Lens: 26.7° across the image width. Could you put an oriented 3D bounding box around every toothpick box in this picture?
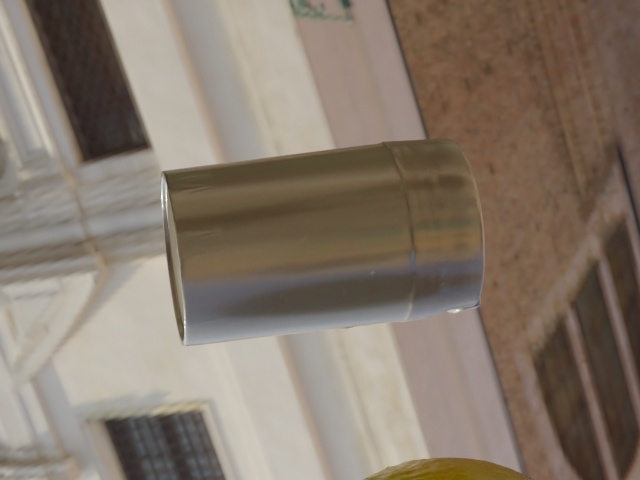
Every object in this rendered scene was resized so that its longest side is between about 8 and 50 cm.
[{"bbox_3d":[0.000,0.000,0.813,0.180,0.111,0.111,-7,-166,-11],"label":"toothpick box"}]

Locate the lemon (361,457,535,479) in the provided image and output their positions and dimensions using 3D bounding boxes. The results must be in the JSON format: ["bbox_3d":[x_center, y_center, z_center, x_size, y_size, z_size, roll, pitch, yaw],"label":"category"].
[{"bbox_3d":[0.077,0.206,0.736,0.178,0.178,0.203,-30,-169,-37],"label":"lemon"}]
